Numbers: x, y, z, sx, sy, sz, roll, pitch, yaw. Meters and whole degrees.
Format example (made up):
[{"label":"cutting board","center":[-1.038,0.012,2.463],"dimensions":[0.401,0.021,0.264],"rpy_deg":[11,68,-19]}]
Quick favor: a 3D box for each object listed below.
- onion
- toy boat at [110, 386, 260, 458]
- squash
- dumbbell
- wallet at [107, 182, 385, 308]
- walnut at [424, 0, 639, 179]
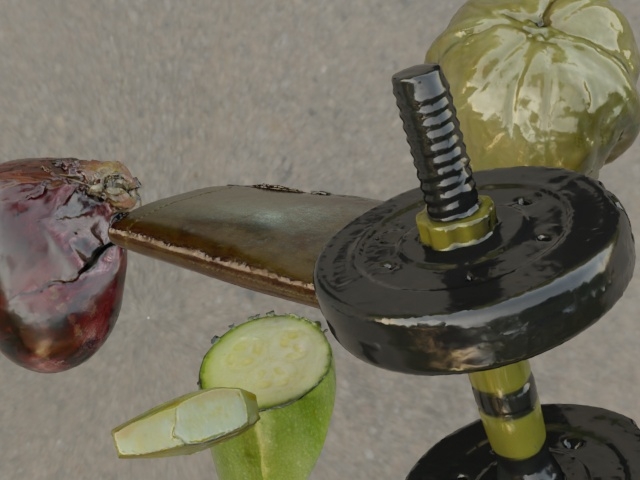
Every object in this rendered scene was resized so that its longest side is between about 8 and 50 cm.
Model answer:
[{"label":"onion","center":[-0.346,0.029,1.292],"dimensions":[0.280,0.221,0.281],"rpy_deg":[-4,76,15]},{"label":"toy boat","center":[-0.138,0.196,1.106],"dimensions":[0.172,0.066,0.065],"rpy_deg":[-9,75,-38]},{"label":"squash","center":[-0.052,0.246,1.335],"dimensions":[0.189,0.189,0.261],"rpy_deg":[-20,126,-10]},{"label":"dumbbell","center":[0.088,0.071,0.493],"dimensions":[0.143,0.143,0.325],"rpy_deg":[-22,114,-10]},{"label":"wallet","center":[0.000,0.000,0.653],"dimensions":[0.137,0.255,0.031],"rpy_deg":[-27,121,-46]},{"label":"walnut","center":[0.256,-0.173,1.270],"dimensions":[0.253,0.277,0.282],"rpy_deg":[-3,67,0]}]
